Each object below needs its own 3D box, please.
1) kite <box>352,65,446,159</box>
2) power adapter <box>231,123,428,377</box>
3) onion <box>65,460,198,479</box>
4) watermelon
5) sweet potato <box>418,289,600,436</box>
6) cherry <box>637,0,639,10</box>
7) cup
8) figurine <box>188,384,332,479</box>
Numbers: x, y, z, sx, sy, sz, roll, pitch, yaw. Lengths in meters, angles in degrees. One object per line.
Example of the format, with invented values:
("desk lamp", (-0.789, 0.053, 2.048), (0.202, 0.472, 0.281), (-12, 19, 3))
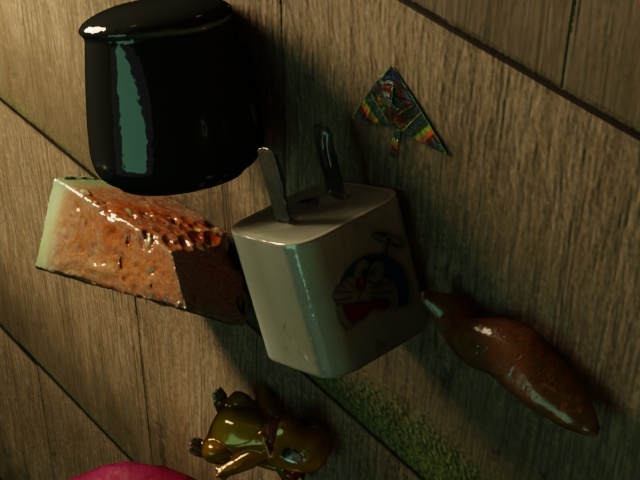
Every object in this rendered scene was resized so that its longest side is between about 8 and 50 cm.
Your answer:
("kite", (0.064, -0.107, 1.170), (0.122, 0.004, 0.090), (32, 137, 42))
("power adapter", (0.000, 0.000, 1.227), (0.125, 0.130, 0.205), (13, 125, 53))
("onion", (-0.242, 0.483, 1.748), (0.385, 0.347, 0.348), (-115, 20, -47))
("watermelon", (-0.170, 0.025, 1.501), (0.256, 0.192, 0.140), (23, 100, 53))
("sweet potato", (0.159, 0.096, 1.140), (0.202, 0.058, 0.055), (37, -176, 43))
("cherry", (0.232, -0.151, 0.798), (0.106, 0.087, 0.126), (56, 145, 38))
("cup", (-0.149, -0.149, 1.331), (0.223, 0.169, 0.177), (-110, 9, -71))
("figurine", (-0.051, 0.234, 1.545), (0.176, 0.121, 0.122), (-1, 141, 47))
